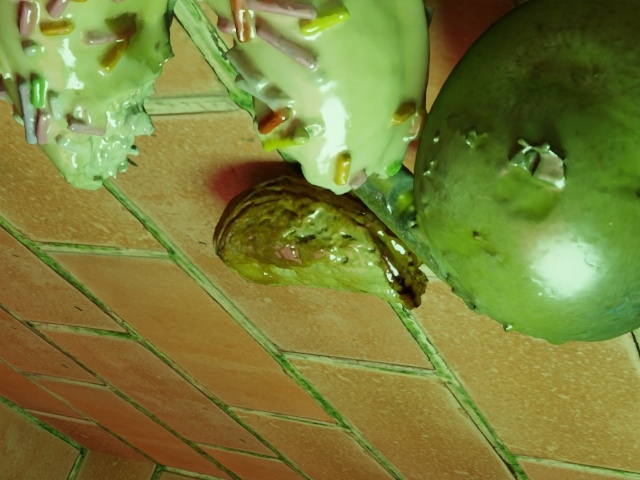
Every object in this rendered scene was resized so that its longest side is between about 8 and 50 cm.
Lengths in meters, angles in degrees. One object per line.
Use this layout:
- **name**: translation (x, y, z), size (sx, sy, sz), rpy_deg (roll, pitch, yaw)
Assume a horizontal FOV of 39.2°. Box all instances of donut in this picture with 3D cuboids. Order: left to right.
- **donut**: translation (-0.106, -0.172, 0.693), size (0.371, 0.150, 0.307), rpy_deg (4, 124, 26)

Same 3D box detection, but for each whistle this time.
- **whistle**: translation (0.051, -0.064, 0.871), size (0.326, 0.057, 0.068), rpy_deg (45, 167, 0)

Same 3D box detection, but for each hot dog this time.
- **hot dog**: translation (0.003, -0.002, 1.060), size (0.259, 0.114, 0.175), rpy_deg (9, 156, 25)

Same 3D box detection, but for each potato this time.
- **potato**: translation (0.206, -0.030, 0.715), size (0.269, 0.219, 0.359), rpy_deg (-30, 152, -2)
